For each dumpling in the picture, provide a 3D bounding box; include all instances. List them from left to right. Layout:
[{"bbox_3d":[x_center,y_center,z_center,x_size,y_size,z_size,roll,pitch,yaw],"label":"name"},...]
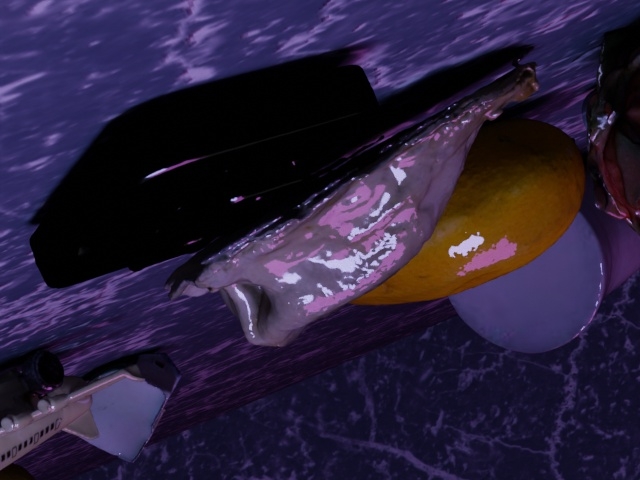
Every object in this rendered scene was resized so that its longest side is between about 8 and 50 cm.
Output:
[{"bbox_3d":[0.004,0.001,0.953,0.332,0.086,0.166,-34,-174,38],"label":"dumpling"}]

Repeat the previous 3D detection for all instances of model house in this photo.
[{"bbox_3d":[-0.208,0.167,1.621,0.100,0.088,0.100,-60,-177,21],"label":"model house"}]

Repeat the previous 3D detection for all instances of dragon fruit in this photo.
[{"bbox_3d":[0.256,-0.073,0.968,0.182,0.182,0.189,-26,177,18],"label":"dragon fruit"}]

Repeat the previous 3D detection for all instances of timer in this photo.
[{"bbox_3d":[-0.063,-0.027,0.782,0.144,0.055,0.187,-18,170,-30],"label":"timer"}]

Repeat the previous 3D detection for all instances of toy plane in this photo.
[{"bbox_3d":[-0.269,0.153,1.271,0.229,0.092,0.244,-25,171,30],"label":"toy plane"}]

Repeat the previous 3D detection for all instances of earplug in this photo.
[{"bbox_3d":[0.269,-0.005,1.541,0.172,0.172,0.301,-28,176,35],"label":"earplug"}]

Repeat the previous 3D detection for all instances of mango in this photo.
[{"bbox_3d":[0.090,-0.015,1.114,0.227,0.109,0.147,-25,-164,14],"label":"mango"}]

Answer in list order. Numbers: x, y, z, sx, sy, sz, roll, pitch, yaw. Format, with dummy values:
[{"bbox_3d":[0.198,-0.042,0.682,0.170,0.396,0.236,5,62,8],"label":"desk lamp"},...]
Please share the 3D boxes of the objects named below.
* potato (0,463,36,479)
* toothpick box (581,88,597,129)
[{"bbox_3d":[-0.446,0.327,1.755,0.204,0.178,0.158,0,159,9],"label":"potato"},{"bbox_3d":[0.240,-0.106,1.118,0.052,0.052,0.083,-19,172,-28],"label":"toothpick box"}]
